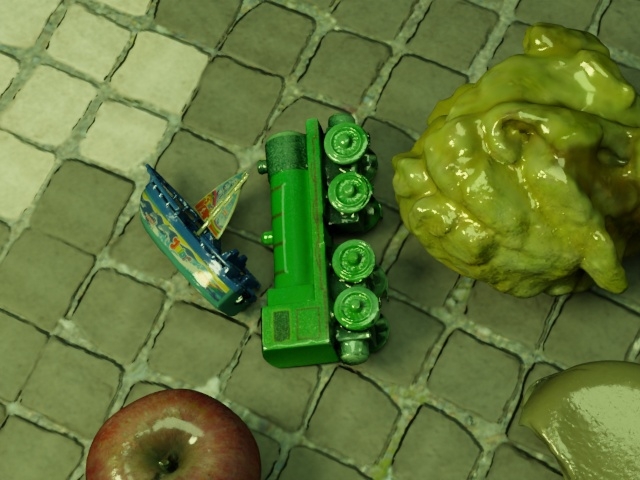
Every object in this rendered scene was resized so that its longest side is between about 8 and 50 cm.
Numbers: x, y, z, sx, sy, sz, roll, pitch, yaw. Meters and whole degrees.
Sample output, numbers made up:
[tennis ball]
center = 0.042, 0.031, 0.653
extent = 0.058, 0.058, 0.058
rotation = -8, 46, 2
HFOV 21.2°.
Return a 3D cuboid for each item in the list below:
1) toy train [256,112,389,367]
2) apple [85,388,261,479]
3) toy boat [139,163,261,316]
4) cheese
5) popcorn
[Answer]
[toy train]
center = 0.000, 0.000, 1.605
extent = 0.119, 0.085, 0.251
rotation = -8, 66, 8
[apple]
center = -0.125, 0.206, 1.489
extent = 0.153, 0.120, 0.153
rotation = 1, 60, -1
[toy boat]
center = -0.104, -0.022, 1.608
extent = 0.110, 0.091, 0.175
rotation = -45, 66, 2
[cheese]
center = 0.266, 0.190, 1.505
extent = 0.175, 0.091, 0.202
rotation = -40, 69, -15
[popcorn]
center = 0.196, -0.055, 1.557
extent = 0.250, 0.235, 0.242
rotation = -29, 26, 1
